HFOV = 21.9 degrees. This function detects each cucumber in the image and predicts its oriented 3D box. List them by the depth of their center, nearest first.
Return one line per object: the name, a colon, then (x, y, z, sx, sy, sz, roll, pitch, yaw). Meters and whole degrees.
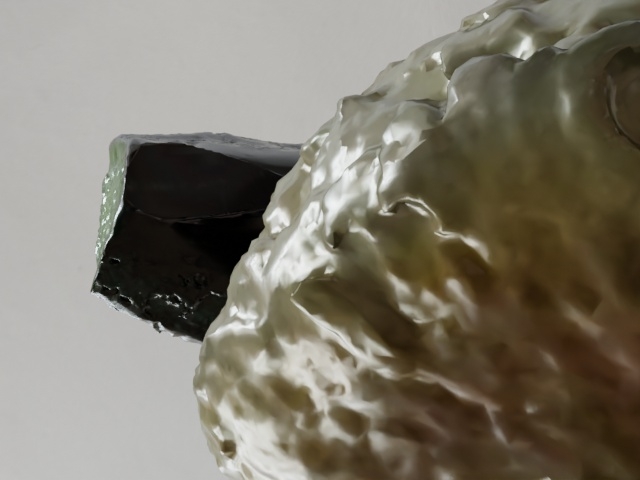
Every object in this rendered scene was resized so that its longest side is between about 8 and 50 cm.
cucumber: (0.000, 0.000, 0.724, 0.193, 0.086, 0.115, 10, -122, -11)

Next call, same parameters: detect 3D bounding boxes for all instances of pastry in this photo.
pastry: (0.120, 0.051, 0.505, 0.330, 0.136, 0.329, 11, -49, 13)
